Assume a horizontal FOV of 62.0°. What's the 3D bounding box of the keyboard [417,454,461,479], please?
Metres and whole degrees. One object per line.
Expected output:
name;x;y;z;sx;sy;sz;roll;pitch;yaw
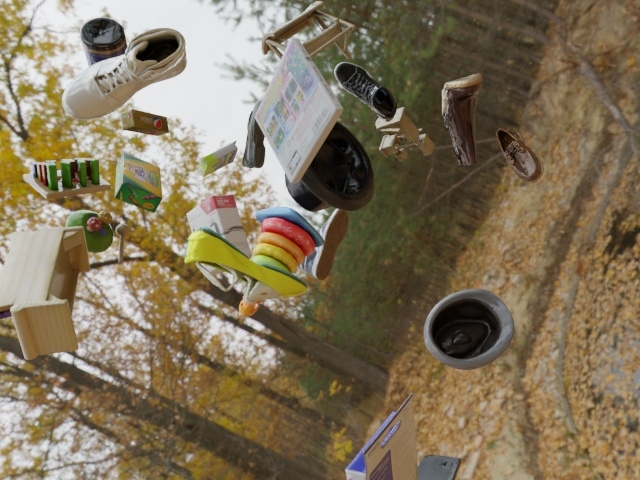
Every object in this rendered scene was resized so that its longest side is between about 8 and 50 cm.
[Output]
keyboard;0.297;0.691;1.365;0.201;0.033;0.317;-12;27;42

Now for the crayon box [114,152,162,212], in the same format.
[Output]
crayon box;-0.746;-0.240;2.187;0.081;0.165;0.278;-54;34;21

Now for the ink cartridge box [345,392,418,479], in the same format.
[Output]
ink cartridge box;0.135;0.496;1.112;0.175;0.069;0.371;-35;-49;-40

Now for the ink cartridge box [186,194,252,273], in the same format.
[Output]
ink cartridge box;-0.324;-0.017;1.700;0.158;0.218;0.092;-27;-11;39

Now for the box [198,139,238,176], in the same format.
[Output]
box;-0.414;-0.337;2.196;0.178;0.042;0.109;-35;-8;-31

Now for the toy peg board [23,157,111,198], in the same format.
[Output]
toy peg board;-0.649;-0.179;1.363;0.161;0.160;0.079;-16;-56;-43

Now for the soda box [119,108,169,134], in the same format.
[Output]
soda box;-0.617;-0.413;1.878;0.181;0.058;0.061;-9;-91;-66

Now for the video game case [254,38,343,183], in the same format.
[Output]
video game case;-0.038;-0.189;0.792;0.019;0.143;0.157;-11;-28;-36

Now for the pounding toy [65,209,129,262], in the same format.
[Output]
pounding toy;-0.819;-0.047;2.006;0.110;0.236;0.183;-36;45;28

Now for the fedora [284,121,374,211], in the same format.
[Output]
fedora;-0.001;-0.193;1.480;0.152;0.334;0.334;-38;13;37

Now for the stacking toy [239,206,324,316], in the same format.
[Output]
stacking toy;-0.131;0.073;1.419;0.166;0.175;0.302;47;-123;-37

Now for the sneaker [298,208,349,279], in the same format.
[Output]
sneaker;0.000;0.000;2.031;0.099;0.153;0.282;24;-95;-40

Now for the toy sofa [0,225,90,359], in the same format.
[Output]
toy sofa;-0.690;0.117;1.330;0.363;0.177;0.150;-117;26;-54

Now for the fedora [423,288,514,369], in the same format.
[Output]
fedora;0.464;0.293;1.689;0.275;0.244;0.124;-33;-28;-6

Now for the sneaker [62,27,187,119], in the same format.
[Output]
sneaker;-0.416;-0.359;1.119;0.292;0.108;0.169;-33;11;-12

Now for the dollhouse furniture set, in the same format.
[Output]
dollhouse furniture set;0.249;-0.284;1.656;0.101;0.182;0.161;-8;52;44

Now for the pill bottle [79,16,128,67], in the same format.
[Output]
pill bottle;-0.626;-0.532;1.578;0.219;0.122;0.123;110;-174;-61

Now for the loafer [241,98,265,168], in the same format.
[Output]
loafer;-0.256;-0.407;2.034;0.096;0.084;0.268;18;-105;-61

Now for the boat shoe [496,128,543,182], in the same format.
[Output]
boat shoe;0.461;-0.202;1.254;0.064;0.060;0.178;-49;35;32

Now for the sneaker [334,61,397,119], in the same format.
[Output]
sneaker;0.132;-0.427;1.480;0.079;0.217;0.121;-51;4;6

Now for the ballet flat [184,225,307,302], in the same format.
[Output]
ballet flat;-0.130;0.061;0.918;0.077;0.231;0.077;-19;45;59

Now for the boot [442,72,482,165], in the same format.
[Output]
boot;0.361;-0.289;1.304;0.248;0.090;0.207;-71;-35;-82

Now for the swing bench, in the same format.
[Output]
swing bench;-0.049;-0.753;2.000;0.253;0.254;0.165;-41;-16;-20
